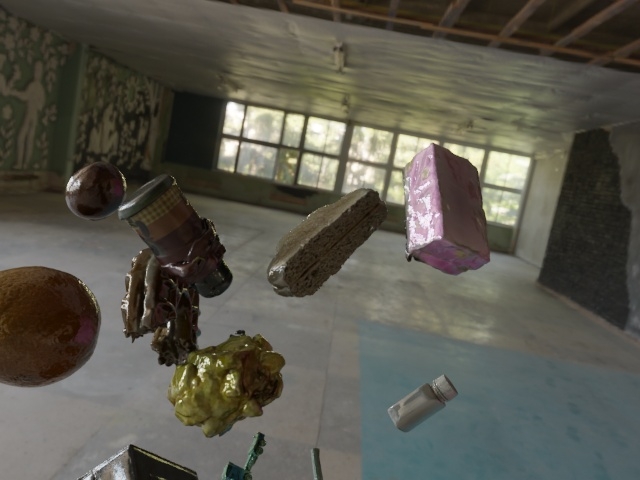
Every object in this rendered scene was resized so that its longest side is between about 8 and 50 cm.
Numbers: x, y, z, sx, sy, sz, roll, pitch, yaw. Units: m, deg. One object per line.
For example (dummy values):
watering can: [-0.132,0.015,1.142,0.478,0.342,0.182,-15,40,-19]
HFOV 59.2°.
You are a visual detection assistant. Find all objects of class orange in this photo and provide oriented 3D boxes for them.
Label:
orange: [-0.777,0.224,1.504,0.357,0.321,0.322,23,-2,-41]

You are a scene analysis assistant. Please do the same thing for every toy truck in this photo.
toy truck: [-0.219,0.628,1.621,0.081,0.067,0.175,29,45,-4]

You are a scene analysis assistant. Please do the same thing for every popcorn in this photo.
popcorn: [-0.218,0.342,1.359,0.286,0.215,0.252,-22,-17,-37]

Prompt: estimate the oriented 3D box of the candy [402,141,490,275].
candy: [0.268,-0.065,1.216,0.156,0.265,0.116,20,-37,-25]

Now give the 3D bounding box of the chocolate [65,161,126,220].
chocolate: [-0.626,-0.147,1.577,0.177,0.176,0.177,11,8,-2]

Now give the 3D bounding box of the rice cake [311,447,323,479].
rice cake: [-0.007,0.632,1.547,0.022,0.021,0.121,10,52,-27]

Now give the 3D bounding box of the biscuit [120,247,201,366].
biscuit: [-0.371,0.155,1.365,0.115,0.268,0.366,-2,-26,0]

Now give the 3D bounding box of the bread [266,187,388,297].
bread: [-0.002,-0.004,1.316,0.337,0.102,0.183,-42,26,-21]

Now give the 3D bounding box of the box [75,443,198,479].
box: [-0.521,0.774,1.603,0.345,0.251,0.204,53,3,-46]

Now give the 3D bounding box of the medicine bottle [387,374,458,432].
medicine bottle: [0.279,0.441,1.527,0.119,0.183,0.069,42,15,-49]

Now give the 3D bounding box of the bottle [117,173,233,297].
bottle: [-0.281,0.004,1.163,0.143,0.271,0.156,-24,23,25]
